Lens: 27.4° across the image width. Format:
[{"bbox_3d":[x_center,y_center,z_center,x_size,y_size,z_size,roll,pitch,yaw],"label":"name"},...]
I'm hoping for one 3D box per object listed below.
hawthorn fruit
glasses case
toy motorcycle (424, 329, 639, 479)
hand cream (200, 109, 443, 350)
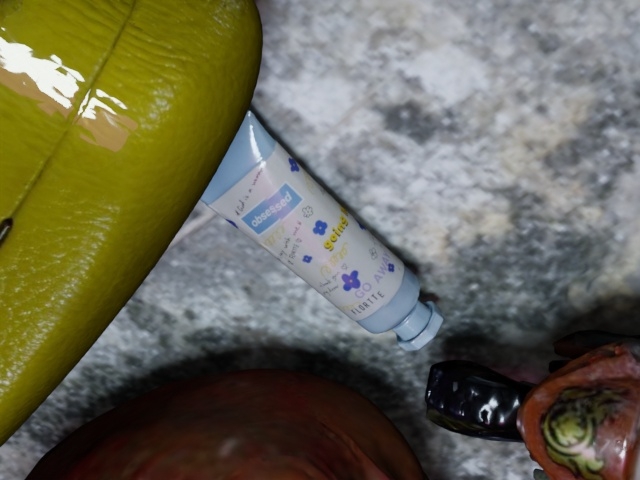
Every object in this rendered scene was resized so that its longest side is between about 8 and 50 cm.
[{"bbox_3d":[-0.065,0.235,0.775,0.325,0.308,0.308,-32,121,13],"label":"hawthorn fruit"},{"bbox_3d":[-0.152,-0.009,0.650,0.141,0.173,0.371,29,130,-16],"label":"glasses case"},{"bbox_3d":[0.267,0.121,0.717,0.401,0.207,0.134,13,87,-12],"label":"toy motorcycle"},{"bbox_3d":[0.000,0.000,0.729,0.171,0.043,0.065,41,118,-20],"label":"hand cream"}]
